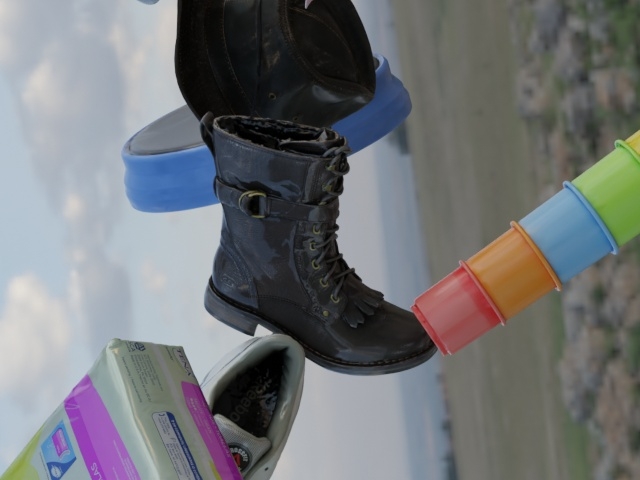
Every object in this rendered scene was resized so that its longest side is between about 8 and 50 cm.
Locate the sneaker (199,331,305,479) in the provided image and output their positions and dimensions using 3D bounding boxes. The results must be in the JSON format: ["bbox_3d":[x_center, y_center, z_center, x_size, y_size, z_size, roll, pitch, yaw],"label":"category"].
[{"bbox_3d":[-0.110,0.221,1.527,0.330,0.122,0.146,-65,4,-22],"label":"sneaker"}]

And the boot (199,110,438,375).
[{"bbox_3d":[0.000,0.000,1.580,0.091,0.263,0.229,-64,-14,-53],"label":"boot"}]

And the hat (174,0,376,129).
[{"bbox_3d":[-0.023,-0.198,1.783,0.331,0.134,0.331,34,-129,-56],"label":"hat"}]

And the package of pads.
[{"bbox_3d":[-0.177,0.262,1.371,0.101,0.296,0.229,10,-139,-44],"label":"package of pads"}]

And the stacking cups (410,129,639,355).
[{"bbox_3d":[0.227,-0.006,1.551,0.096,0.316,0.096,55,179,2],"label":"stacking cups"}]

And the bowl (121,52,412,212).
[{"bbox_3d":[-0.076,-0.149,2.172,0.391,0.391,0.077,-88,-21,-73],"label":"bowl"}]

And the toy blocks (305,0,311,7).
[{"bbox_3d":[0.021,-0.357,1.267,0.288,0.309,0.260,-55,-30,-48],"label":"toy blocks"}]

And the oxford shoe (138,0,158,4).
[{"bbox_3d":[-0.189,-0.286,1.663,0.076,0.076,0.212,43,175,-26],"label":"oxford shoe"}]
